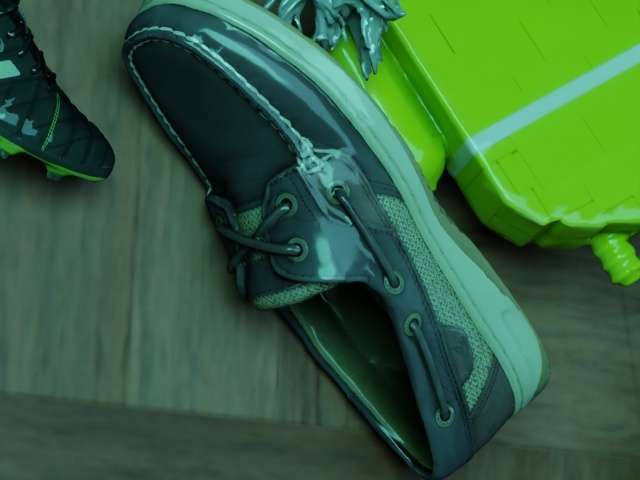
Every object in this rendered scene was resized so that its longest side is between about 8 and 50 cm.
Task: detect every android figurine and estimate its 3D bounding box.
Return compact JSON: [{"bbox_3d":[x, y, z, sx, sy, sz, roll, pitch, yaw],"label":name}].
[{"bbox_3d":[0.119,-0.108,1.017,0.248,0.056,0.273,-31,84,-20],"label":"android figurine"}]

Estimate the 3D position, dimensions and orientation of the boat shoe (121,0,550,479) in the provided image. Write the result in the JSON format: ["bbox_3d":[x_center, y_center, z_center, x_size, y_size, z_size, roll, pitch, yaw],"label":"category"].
[{"bbox_3d":[0.000,0.000,0.939,0.285,0.103,0.092,50,57,-18],"label":"boat shoe"}]

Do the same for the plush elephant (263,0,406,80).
[{"bbox_3d":[0.040,-0.271,0.882,0.271,0.255,0.330,6,72,-12],"label":"plush elephant"}]

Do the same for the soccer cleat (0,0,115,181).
[{"bbox_3d":[-0.158,-0.094,0.883,0.179,0.060,0.072,38,97,-17],"label":"soccer cleat"}]
